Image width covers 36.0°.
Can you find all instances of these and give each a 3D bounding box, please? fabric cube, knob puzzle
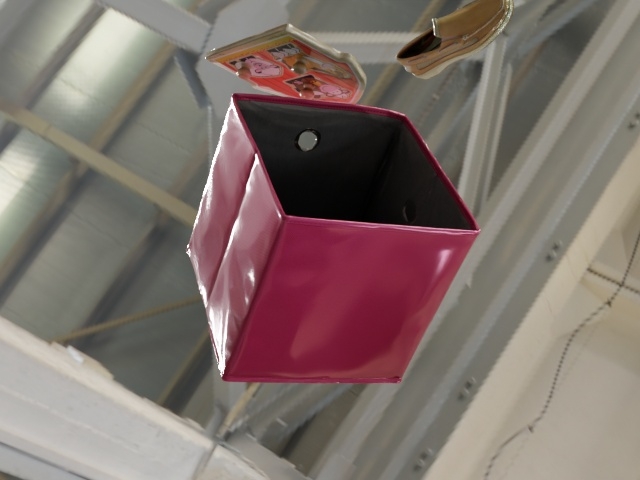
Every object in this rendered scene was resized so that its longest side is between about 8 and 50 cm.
[{"bbox_3d":[0.000,0.000,1.241,0.259,0.254,0.258,-114,-144,-45],"label":"fabric cube"},{"bbox_3d":[-0.026,-0.208,1.274,0.213,0.213,0.030,4,-105,26],"label":"knob puzzle"}]

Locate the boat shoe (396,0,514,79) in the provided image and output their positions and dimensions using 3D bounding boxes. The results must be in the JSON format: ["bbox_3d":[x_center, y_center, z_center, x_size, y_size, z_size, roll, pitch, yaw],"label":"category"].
[{"bbox_3d":[0.190,-0.299,1.423,0.190,0.072,0.068,-35,-129,35],"label":"boat shoe"}]
